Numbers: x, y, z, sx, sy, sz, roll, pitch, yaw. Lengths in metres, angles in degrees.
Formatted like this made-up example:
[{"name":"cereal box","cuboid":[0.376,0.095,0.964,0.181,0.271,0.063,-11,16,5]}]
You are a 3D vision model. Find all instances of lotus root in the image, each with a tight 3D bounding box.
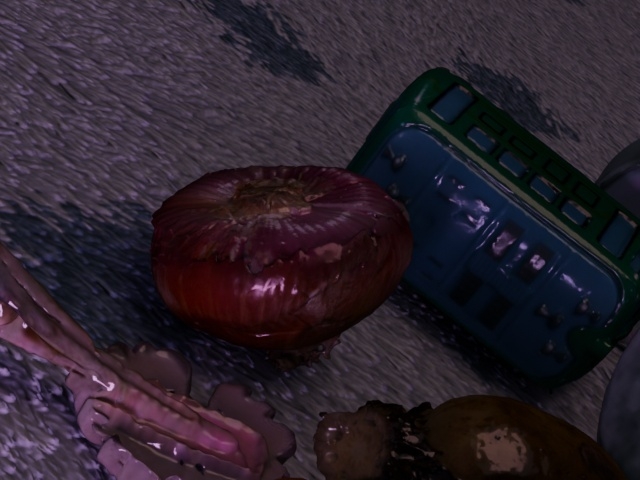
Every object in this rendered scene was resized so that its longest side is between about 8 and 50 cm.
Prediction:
[{"name":"lotus root","cuboid":[0.139,0.204,1.189,0.314,0.169,0.141,20,44,-32]}]

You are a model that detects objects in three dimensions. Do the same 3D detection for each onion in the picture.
[{"name":"onion","cuboid":[-0.031,0.028,1.319,0.229,0.163,0.230,-8,25,4]}]

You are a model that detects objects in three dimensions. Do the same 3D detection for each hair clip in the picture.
[{"name":"hair clip","cuboid":[-0.150,0.099,1.128,0.300,0.069,0.173,39,25,-17]}]

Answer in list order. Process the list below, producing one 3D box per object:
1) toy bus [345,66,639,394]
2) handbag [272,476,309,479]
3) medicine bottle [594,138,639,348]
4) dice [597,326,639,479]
[{"name":"toy bus","cuboid":[0.178,-0.006,1.567,0.343,0.184,0.199,38,22,5]},{"name":"handbag","cuboid":[0.068,0.332,0.802,0.410,0.116,0.304,31,66,-8]},{"name":"medicine bottle","cuboid":[0.428,-0.017,1.835,0.245,0.245,0.290,37,25,4]},{"name":"dice","cuboid":[0.457,0.196,1.292,0.330,0.328,0.348,46,5,-28]}]
